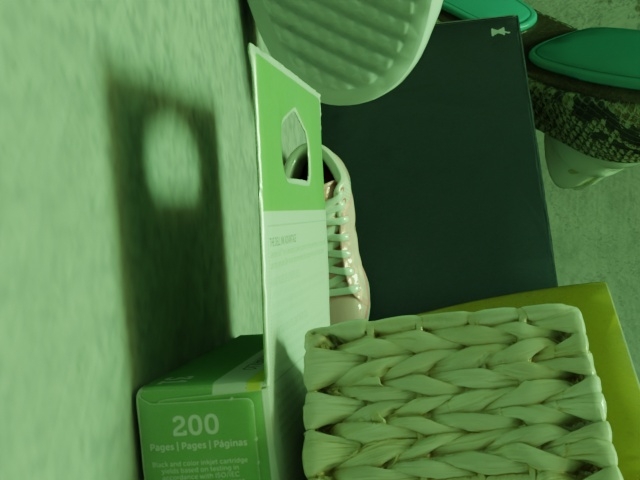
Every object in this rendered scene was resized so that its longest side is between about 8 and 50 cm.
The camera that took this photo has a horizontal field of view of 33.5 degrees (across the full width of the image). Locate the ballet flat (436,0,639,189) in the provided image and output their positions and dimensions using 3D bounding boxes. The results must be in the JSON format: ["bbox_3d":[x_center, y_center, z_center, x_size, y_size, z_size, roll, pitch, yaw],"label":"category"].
[{"bbox_3d":[0.211,-0.157,1.063,0.164,0.483,0.182,-27,132,-35],"label":"ballet flat"}]

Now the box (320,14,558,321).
[{"bbox_3d":[0.101,0.036,0.916,0.343,0.179,0.312,-87,169,-45],"label":"box"}]

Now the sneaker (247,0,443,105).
[{"bbox_3d":[0.013,-0.243,0.619,0.127,0.126,0.321,-42,126,-73],"label":"sneaker"}]

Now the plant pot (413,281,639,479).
[{"bbox_3d":[0.078,0.159,0.623,0.212,0.187,0.212,-76,165,-66],"label":"plant pot"}]

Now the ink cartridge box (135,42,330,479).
[{"bbox_3d":[-0.027,0.049,0.446,0.171,0.056,0.235,-14,98,-82],"label":"ink cartridge box"}]

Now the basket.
[{"bbox_3d":[0.056,0.099,0.417,0.167,0.113,0.103,70,15,-67],"label":"basket"}]

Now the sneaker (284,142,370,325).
[{"bbox_3d":[0.000,0.000,0.683,0.070,0.051,0.134,55,28,-71],"label":"sneaker"}]
